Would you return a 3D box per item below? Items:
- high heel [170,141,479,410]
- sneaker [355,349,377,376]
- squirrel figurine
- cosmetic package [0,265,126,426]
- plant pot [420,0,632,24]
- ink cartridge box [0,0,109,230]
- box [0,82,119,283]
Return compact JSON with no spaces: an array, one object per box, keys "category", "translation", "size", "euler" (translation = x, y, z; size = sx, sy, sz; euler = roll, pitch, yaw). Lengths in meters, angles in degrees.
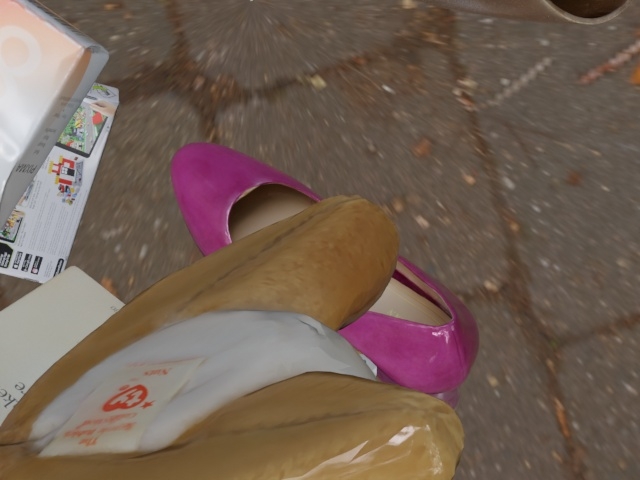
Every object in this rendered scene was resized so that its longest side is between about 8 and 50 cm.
[{"category":"high heel","translation":[0.000,0.000,1.715],"size":[0.377,0.181,0.127],"euler":[38,68,19]},{"category":"sneaker","translation":[-0.004,0.254,1.897],"size":[0.131,0.112,0.296],"euler":[37,93,18]},{"category":"squirrel figurine","translation":[-0.045,0.241,0.889],"size":[0.397,0.281,0.370],"euler":[-25,111,-3]},{"category":"cosmetic package","translation":[-0.274,0.165,1.666],"size":[0.160,0.309,0.113],"euler":[36,131,15]},{"category":"plant pot","translation":[0.143,-0.289,1.691],"size":[0.215,0.230,0.215],"euler":[2,87,-45]},{"category":"ink cartridge box","translation":[-0.217,-0.064,0.986],"size":[0.145,0.045,0.179],"euler":[34,95,12]},{"category":"box","translation":[-0.274,-0.062,1.798],"size":[0.114,0.036,0.207],"euler":[15,115,-15]}]
